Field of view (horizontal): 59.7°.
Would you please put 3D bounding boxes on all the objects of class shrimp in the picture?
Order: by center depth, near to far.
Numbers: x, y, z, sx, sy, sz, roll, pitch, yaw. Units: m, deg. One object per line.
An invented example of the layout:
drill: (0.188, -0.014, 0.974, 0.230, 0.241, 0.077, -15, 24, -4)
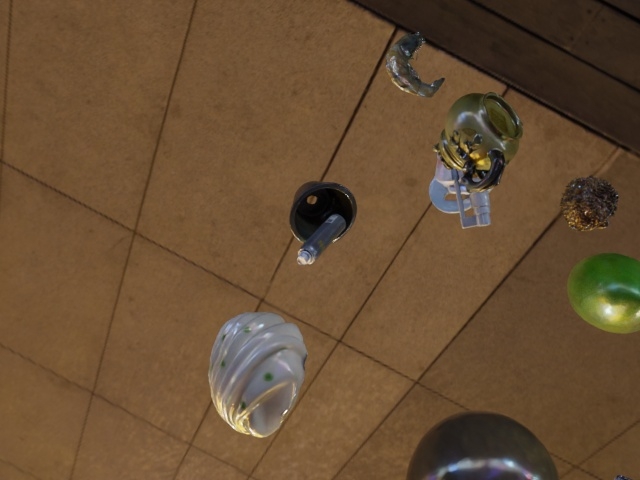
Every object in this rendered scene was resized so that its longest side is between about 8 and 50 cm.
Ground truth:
shrimp: (0.226, -0.409, 1.301, 0.150, 0.217, 0.051, 39, 143, -9)

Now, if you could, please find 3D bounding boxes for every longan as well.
longan: (0.292, 0.464, 1.032, 0.300, 0.300, 0.243, -31, 135, 32)

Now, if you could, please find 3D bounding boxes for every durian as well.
durian: (0.372, -0.054, 0.777, 0.080, 0.080, 0.091, -19, 139, 28)

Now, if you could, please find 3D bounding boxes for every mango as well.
mango: (0.743, 0.132, 1.401, 0.225, 0.382, 0.201, 42, 101, 15)

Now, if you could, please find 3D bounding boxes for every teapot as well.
teapot: (0.328, -0.208, 1.207, 0.173, 0.270, 0.182, 21, 144, -27)

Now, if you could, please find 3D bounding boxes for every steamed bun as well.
steamed bun: (-0.103, 0.185, 0.804, 0.106, 0.183, 0.183, 13, 133, -32)

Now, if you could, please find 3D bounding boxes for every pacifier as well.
pacifier: (0.460, -0.206, 1.681, 0.238, 0.287, 0.225, 0, 165, 44)

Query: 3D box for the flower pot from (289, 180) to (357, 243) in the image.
flower pot: (-0.011, -0.125, 2.149, 0.268, 0.166, 0.269, -10, 120, -17)

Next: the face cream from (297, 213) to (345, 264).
face cream: (0.000, 0.000, 1.981, 0.073, 0.283, 0.073, 16, 127, 23)

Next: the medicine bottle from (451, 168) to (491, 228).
medicine bottle: (0.397, -0.145, 1.471, 0.092, 0.061, 0.221, -10, 82, 18)

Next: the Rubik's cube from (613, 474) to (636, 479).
Rubik's cube: (0.811, 0.727, 1.281, 0.259, 0.255, 0.260, 26, 175, -35)
